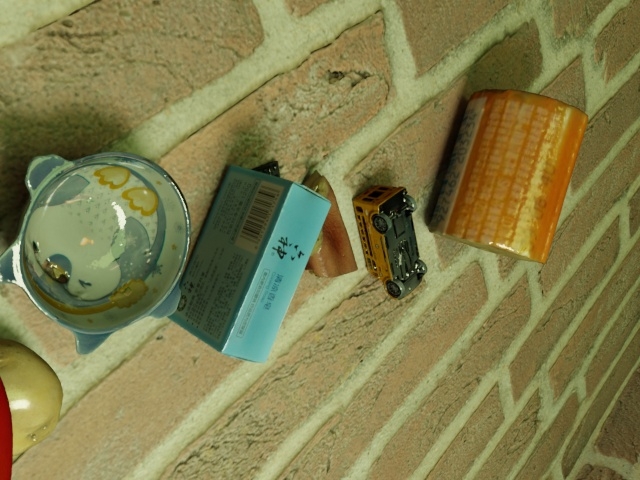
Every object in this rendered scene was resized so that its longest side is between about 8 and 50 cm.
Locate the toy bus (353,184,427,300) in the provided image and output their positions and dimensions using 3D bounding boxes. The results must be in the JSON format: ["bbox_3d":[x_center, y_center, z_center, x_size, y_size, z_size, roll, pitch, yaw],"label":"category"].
[{"bbox_3d":[0.120,0.004,1.143,0.083,0.088,0.194,-34,123,-34],"label":"toy bus"}]

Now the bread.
[{"bbox_3d":[-0.001,0.000,1.022,0.119,0.067,0.192,-57,139,-47],"label":"bread"}]

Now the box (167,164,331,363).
[{"bbox_3d":[-0.097,0.027,0.869,0.083,0.142,0.232,23,88,-44],"label":"box"}]

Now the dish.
[{"bbox_3d":[-0.264,0.001,0.737,0.228,0.086,0.236,-30,123,-36],"label":"dish"}]

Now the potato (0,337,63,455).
[{"bbox_3d":[-0.335,0.166,0.702,0.112,0.112,0.147,-42,138,-30],"label":"potato"}]

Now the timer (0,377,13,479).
[{"bbox_3d":[-0.432,0.174,0.474,0.378,0.279,0.378,-14,110,-43],"label":"timer"}]

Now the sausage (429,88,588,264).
[{"bbox_3d":[0.352,-0.116,1.248,0.233,0.233,0.287,20,86,-48],"label":"sausage"}]

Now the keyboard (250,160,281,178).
[{"bbox_3d":[-0.076,-0.017,0.982,0.074,0.015,0.196,-27,120,-39],"label":"keyboard"}]
